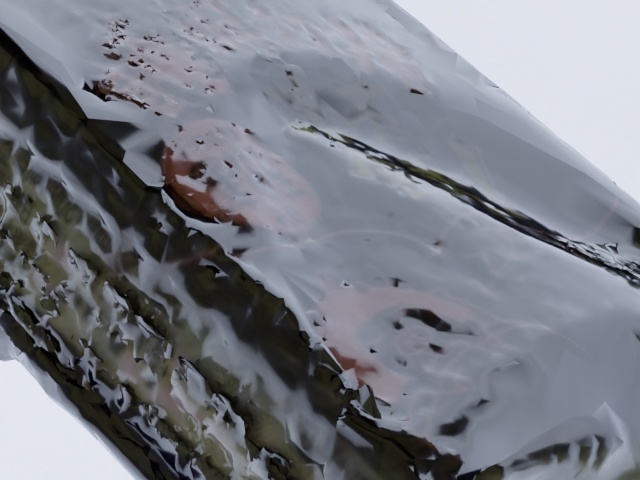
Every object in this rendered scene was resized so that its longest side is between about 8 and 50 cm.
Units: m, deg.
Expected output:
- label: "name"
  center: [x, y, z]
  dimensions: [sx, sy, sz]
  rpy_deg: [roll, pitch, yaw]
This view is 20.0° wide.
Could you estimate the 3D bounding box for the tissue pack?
- label: "tissue pack"
  center: [0.000, 0.000, 0.662]
  dimensions: [0.332, 0.245, 0.123]
  rpy_deg: [41, -57, 31]
